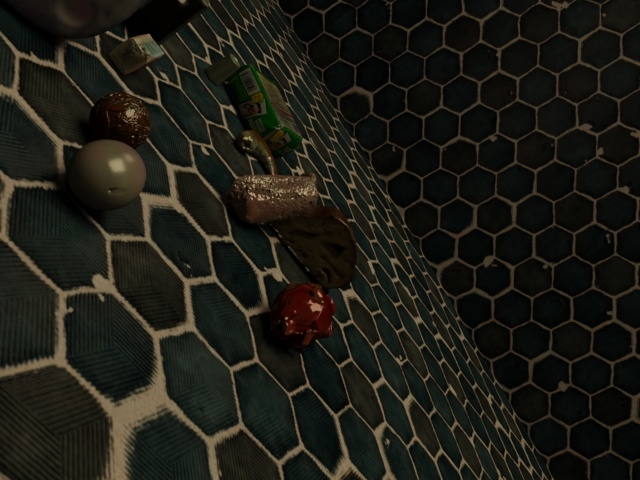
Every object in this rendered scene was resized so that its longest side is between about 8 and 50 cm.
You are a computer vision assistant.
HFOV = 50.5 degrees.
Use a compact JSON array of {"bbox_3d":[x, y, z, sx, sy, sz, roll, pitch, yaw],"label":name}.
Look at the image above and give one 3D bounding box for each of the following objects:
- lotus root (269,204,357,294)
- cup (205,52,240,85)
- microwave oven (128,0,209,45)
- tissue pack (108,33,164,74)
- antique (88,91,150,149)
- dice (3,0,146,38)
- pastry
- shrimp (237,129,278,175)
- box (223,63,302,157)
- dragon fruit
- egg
[{"bbox_3d":[0.000,0.000,1.660,0.260,0.170,0.074,57,19,-21],"label":"lotus root"},{"bbox_3d":[-0.260,-0.461,1.856,0.075,0.083,0.054,51,16,-30],"label":"cup"},{"bbox_3d":[-0.409,-0.622,1.533,0.295,0.181,0.237,48,20,-30],"label":"microwave oven"},{"bbox_3d":[-0.375,-0.380,1.384,0.058,0.074,0.094,57,18,-14],"label":"tissue pack"},{"bbox_3d":[-0.332,-0.195,1.124,0.104,0.104,0.104,51,17,-23],"label":"antique"},{"bbox_3d":[-0.428,-0.533,1.149,0.271,0.270,0.270,40,25,-48],"label":"dice"},{"bbox_3d":[-0.091,-0.098,1.535,0.112,0.102,0.265,46,38,22],"label":"pastry"},{"bbox_3d":[-0.160,-0.211,1.784,0.166,0.049,0.161,67,15,1],"label":"shrimp"},{"bbox_3d":[-0.163,-0.371,1.952,0.250,0.103,0.180,65,17,17],"label":"box"},{"bbox_3d":[-0.036,0.145,1.329,0.136,0.133,0.166,51,26,7],"label":"dragon fruit"},{"bbox_3d":[-0.311,-0.096,0.996,0.103,0.103,0.135,58,15,-3],"label":"egg"}]
